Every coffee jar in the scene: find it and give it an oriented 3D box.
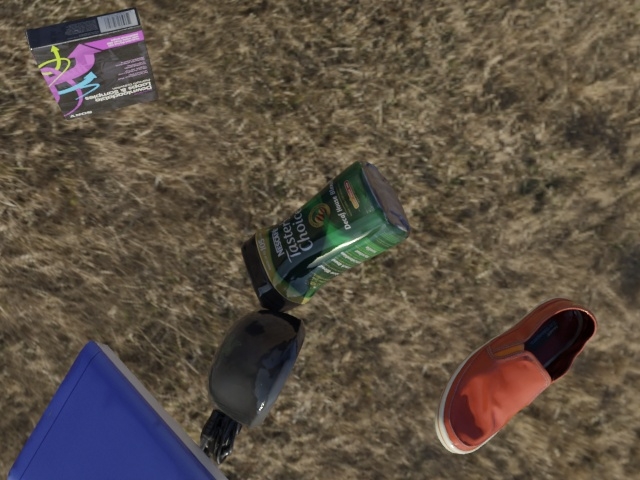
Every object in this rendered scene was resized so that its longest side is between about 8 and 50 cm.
[{"bbox_3d":[0.000,0.000,0.865,0.184,0.096,0.079,-35,149,21],"label":"coffee jar"}]

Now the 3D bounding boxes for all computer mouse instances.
[{"bbox_3d":[-0.084,0.141,0.847,0.072,0.272,0.188,28,71,-3],"label":"computer mouse"}]

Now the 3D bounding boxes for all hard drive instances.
[{"bbox_3d":[-0.240,0.280,0.905,0.040,0.319,0.210,30,91,-46],"label":"hard drive"}]

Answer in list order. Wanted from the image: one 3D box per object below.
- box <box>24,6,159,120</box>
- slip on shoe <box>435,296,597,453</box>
[{"bbox_3d":[-0.248,-0.193,0.885,0.116,0.162,0.029,-15,75,-9],"label":"box"},{"bbox_3d":[0.312,0.208,1.259,0.331,0.101,0.123,-39,95,-15],"label":"slip on shoe"}]
